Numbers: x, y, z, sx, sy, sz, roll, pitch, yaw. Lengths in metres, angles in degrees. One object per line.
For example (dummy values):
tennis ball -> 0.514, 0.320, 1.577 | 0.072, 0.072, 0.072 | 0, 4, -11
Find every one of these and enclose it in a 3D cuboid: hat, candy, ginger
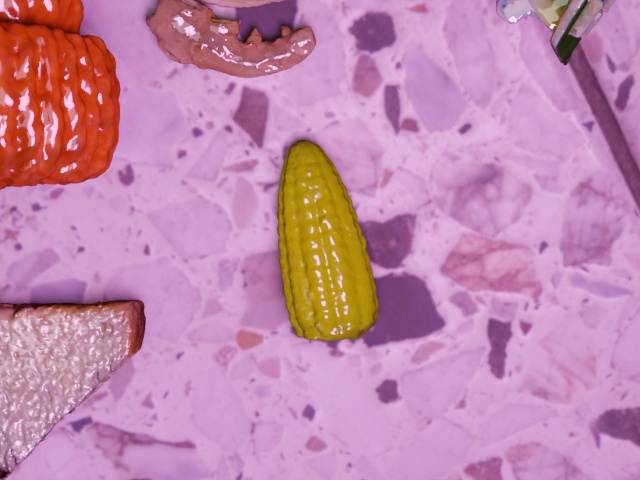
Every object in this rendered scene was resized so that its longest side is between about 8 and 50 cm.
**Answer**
hat -> -0.333, -0.244, 1.594 | 0.285, 0.285, 0.400 | 2, 84, -1
candy -> 0.000, 0.000, 1.690 | 0.097, 0.097, 0.209 | -11, 93, 1
ginger -> -0.094, -0.203, 1.679 | 0.173, 0.051, 0.069 | 13, 101, -7

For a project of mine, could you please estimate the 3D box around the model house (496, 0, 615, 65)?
model house -> 0.207, -0.382, 1.596 | 0.313, 0.242, 0.358 | 36, 99, 11

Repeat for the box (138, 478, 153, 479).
box -> -0.264, 0.342, 1.749 | 0.194, 0.073, 0.139 | -10, 99, 1

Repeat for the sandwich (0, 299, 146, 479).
sandwich -> -0.329, 0.174, 1.692 | 0.288, 0.099, 0.254 | 1, 81, -1

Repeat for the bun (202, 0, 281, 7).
bun -> -0.076, -0.339, 1.611 | 0.220, 0.134, 0.220 | 0, 96, 2
